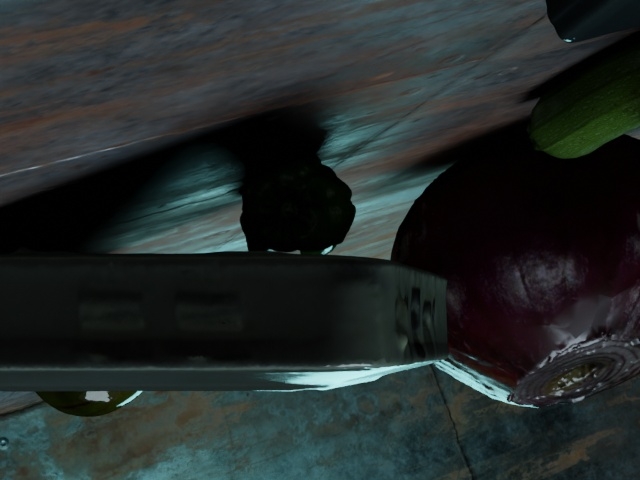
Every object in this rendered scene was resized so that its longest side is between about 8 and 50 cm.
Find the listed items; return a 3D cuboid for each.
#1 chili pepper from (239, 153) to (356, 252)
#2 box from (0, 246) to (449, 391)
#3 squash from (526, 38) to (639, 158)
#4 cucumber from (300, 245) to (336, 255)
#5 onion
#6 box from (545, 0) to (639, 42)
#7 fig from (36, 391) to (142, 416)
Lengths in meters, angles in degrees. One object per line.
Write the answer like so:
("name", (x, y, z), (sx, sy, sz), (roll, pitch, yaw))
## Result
("chili pepper", (-0.021, -0.027, 1.329), (0.099, 0.083, 0.253), (-16, 178, -4))
("box", (-0.103, 0.065, 1.250), (0.397, 0.111, 0.396), (-1, 177, 12))
("squash", (0.253, -0.124, 1.339), (0.077, 0.068, 0.219), (-25, 178, -33))
("cucumber", (0.000, 0.000, 1.800), (0.037, 0.037, 0.155), (-18, 175, -13))
("onion", (0.235, 0.017, 1.611), (0.337, 0.281, 0.260), (-4, 153, 4))
("box", (0.262, -0.186, 0.926), (0.230, 0.050, 0.160), (-17, 174, -17))
("fig", (-0.266, 0.092, 1.595), (0.151, 0.151, 0.259), (-15, -160, -33))
